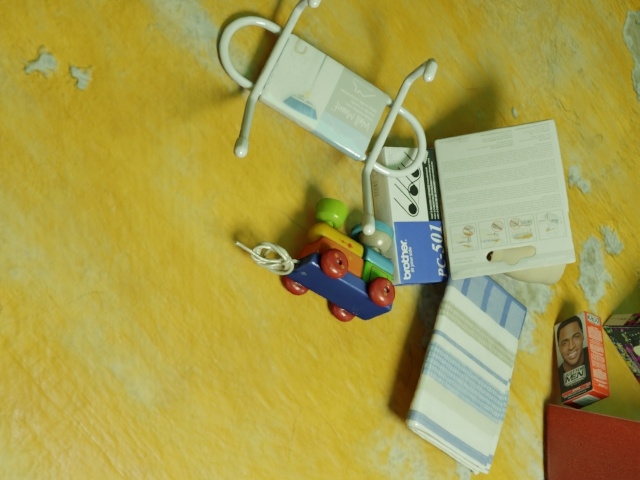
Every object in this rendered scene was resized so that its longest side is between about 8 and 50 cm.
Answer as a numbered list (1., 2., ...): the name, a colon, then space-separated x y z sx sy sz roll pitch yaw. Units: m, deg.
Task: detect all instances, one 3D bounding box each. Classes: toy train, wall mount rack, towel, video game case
1. toy train: 0.000 0.000 1.559 0.248 0.105 0.143 31 54 -27
2. wall mount rack: 0.011 -0.174 1.551 0.350 0.130 0.304 30 67 -16
3. towel: 0.223 0.188 1.692 0.209 0.034 0.284 37 61 -39
4. video game case: 0.612 0.219 1.876 0.042 0.210 0.232 -43 106 -27

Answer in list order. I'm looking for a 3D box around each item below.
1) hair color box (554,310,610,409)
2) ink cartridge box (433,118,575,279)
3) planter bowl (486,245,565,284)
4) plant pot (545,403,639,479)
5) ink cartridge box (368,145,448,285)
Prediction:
1. hair color box: 0.422 0.193 1.812 0.043 0.072 0.141 22 52 -29
2. ink cartridge box: 0.277 -0.058 1.694 0.066 0.189 0.232 45 38 -70
3. planter bowl: 0.308 -0.009 1.753 0.109 0.162 0.162 -2 81 -9
4. plant pot: 0.513 0.412 1.755 0.267 0.267 0.235 18 82 -32
5. ink cartridge box: 0.133 -0.036 1.687 0.097 0.046 0.207 -1 82 -34
